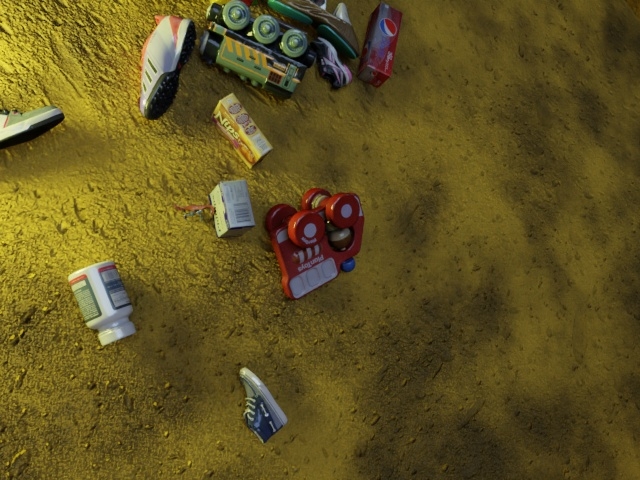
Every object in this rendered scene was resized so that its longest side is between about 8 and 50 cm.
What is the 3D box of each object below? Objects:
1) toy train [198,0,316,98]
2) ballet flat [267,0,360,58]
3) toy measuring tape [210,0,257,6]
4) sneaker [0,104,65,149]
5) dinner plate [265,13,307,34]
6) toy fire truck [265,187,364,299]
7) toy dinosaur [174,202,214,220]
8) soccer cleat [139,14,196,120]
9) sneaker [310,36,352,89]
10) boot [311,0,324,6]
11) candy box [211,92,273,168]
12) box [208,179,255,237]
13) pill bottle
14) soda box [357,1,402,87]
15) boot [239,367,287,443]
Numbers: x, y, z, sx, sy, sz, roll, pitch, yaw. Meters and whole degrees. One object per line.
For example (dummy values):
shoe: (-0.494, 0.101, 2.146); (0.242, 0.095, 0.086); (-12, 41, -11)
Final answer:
toy train: (-0.181, -0.547, 1.507); (0.334, 0.142, 0.190); (20, 99, -17)
ballet flat: (0.002, -0.707, 1.631); (0.342, 0.116, 0.124); (27, 90, -17)
toy measuring tape: (-0.298, -0.742, 1.522); (0.330, 0.121, 0.121); (-10, 83, -27)
sneaker: (-0.769, -0.298, 1.201); (0.295, 0.124, 0.178); (-30, 102, -26)
dinner plate: (-0.106, -0.656, 1.600); (0.141, 0.141, 0.017); (17, 115, -21)
toy fire truck: (0.000, 0.000, 1.485); (0.302, 0.169, 0.254); (-27, 115, -27)
toy dinosaur: (-0.325, -0.079, 1.382); (0.082, 0.090, 0.047); (-18, 71, 16)
soccer cleat: (-0.437, -0.470, 1.413); (0.116, 0.108, 0.318); (15, 73, 0)
sneaker: (0.022, -0.558, 1.657); (0.077, 0.072, 0.178); (-40, 91, -16)
boot: (-0.013, -0.839, 1.696); (0.106, 0.082, 0.219); (31, 69, -19)
candy box: (-0.220, -0.303, 1.460); (0.053, 0.109, 0.187); (-41, 97, -26)
box: (-0.237, -0.081, 1.386); (0.072, 0.137, 0.126); (-9, 82, -26)
pill bottle: (-0.505, 0.148, 1.225); (0.108, 0.108, 0.180); (-22, 88, -28)
soda box: (0.199, -0.654, 1.752); (0.092, 0.083, 0.263); (19, 72, -19)
boot: (-0.167, 0.424, 1.342); (0.086, 0.069, 0.190); (-39, 98, -30)
